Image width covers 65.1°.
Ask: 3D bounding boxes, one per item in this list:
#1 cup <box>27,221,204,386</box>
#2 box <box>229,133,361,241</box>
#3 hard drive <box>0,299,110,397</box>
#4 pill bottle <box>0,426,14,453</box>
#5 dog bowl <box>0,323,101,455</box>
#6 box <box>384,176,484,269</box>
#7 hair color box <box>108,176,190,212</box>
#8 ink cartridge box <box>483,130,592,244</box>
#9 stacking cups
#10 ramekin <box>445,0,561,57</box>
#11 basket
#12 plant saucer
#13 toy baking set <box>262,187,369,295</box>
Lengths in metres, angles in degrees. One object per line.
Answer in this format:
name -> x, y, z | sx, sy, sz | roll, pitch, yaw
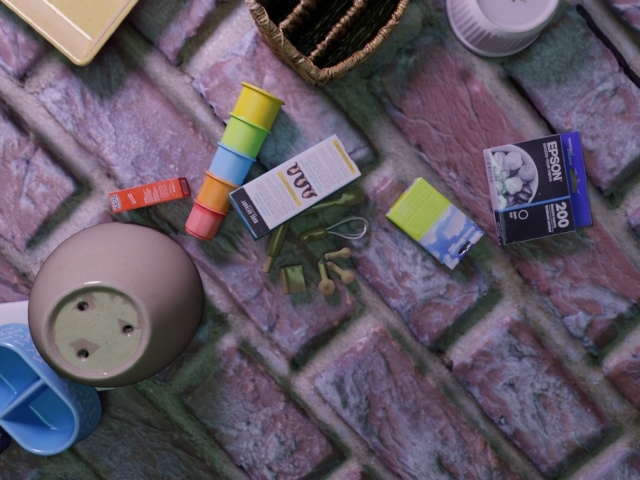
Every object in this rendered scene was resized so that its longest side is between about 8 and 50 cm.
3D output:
cup -> -0.387, 0.136, 0.929 | 0.332, 0.237, 0.330 | -1, 95, -13
box -> -0.049, -0.104, 0.984 | 0.244, 0.060, 0.100 | -31, 89, -13
hard drive -> -0.606, 0.229, 1.063 | 0.319, 0.040, 0.210 | -7, 97, 0
pill bottle -> -0.698, 0.428, 1.046 | 0.067, 0.120, 0.066 | 0, 97, -1
dog bowl -> -0.588, 0.308, 1.015 | 0.166, 0.074, 0.297 | -39, 96, 4
box -> 0.236, -0.036, 1.043 | 0.178, 0.042, 0.109 | 39, 96, -6
hair color box -> -0.343, -0.093, 1.012 | 0.141, 0.072, 0.043 | -14, 98, 0
ink cartridge box -> 0.459, -0.109, 1.038 | 0.209, 0.045, 0.206 | -12, 97, -1
stacking cups -> -0.173, -0.148, 0.998 | 0.096, 0.096, 0.315 | 24, 97, -4
ramekin -> 0.355, -0.467, 0.959 | 0.208, 0.109, 0.206 | 0, 97, 0
basket -> 0.040, -0.437, 0.900 | 0.213, 0.223, 0.299 | 43, 94, -6
plant saucer -> -0.464, -0.555, 0.948 | 0.333, 0.081, 0.332 | 41, 95, -6
toy baking set -> -0.007, -0.001, 1.053 | 0.197, 0.030, 0.255 | 15, 96, -6
